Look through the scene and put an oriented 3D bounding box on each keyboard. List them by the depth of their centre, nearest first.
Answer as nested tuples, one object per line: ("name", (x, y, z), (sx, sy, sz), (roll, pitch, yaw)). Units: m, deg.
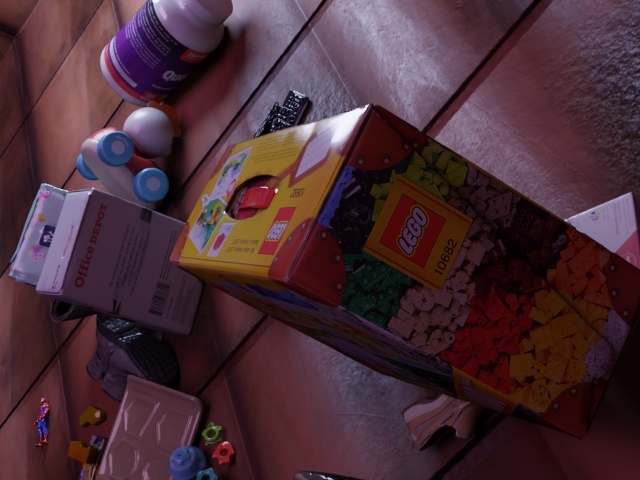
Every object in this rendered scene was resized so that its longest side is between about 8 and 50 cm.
("keyboard", (-0.095, -0.204, 1.961), (0.100, 0.038, 0.192), (33, 97, 54))

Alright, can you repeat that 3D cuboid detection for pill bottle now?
("pill bottle", (-0.343, -0.455, 2.293), (0.323, 0.181, 0.182), (-36, 46, 36))

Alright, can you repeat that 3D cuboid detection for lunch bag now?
("lunch bag", (-0.521, 0.018, 2.193), (0.160, 0.262, 0.223), (5, 74, 53))

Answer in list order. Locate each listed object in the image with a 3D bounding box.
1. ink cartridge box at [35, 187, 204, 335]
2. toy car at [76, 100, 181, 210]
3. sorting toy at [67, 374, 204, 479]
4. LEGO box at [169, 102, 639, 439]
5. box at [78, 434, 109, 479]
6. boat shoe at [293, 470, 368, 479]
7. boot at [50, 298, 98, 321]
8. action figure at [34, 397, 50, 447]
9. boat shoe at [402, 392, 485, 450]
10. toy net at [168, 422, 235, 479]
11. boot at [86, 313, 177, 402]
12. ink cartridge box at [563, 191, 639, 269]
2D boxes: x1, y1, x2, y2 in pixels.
("ink cartridge box", (-0.371, 0.044, 1.962), (0.121, 0.289, 0.211), (-1, 70, 52))
("toy car", (-0.383, -0.200, 2.247), (0.238, 0.210, 0.219), (-49, 15, -23))
("sorting toy", (-0.351, 0.376, 1.924), (0.307, 0.041, 0.229), (10, 83, 40))
("LEGO box", (0.072, 0.034, 1.211), (0.193, 0.372, 0.500), (-64, 18, -9))
("box", (-0.441, 0.475, 2.011), (0.054, 0.059, 0.169), (3, 74, 51))
("boat shoe", (0.065, 0.392, 1.358), (0.324, 0.122, 0.120), (8, 80, 54))
("boot", (-0.427, 0.090, 2.074), (0.076, 0.208, 0.190), (48, 115, 34))
("action figure", (-0.637, 0.413, 2.327), (0.038, 0.030, 0.115), (-40, 41, 39))
("boat shoe", (0.189, 0.227, 1.347), (0.190, 0.068, 0.072), (-41, 55, 45))
("toy net", (-0.181, 0.423, 1.724), (0.122, 0.045, 0.232), (-28, 46, -5))
("boot", (-0.378, 0.262, 2.041), (0.246, 0.083, 0.161), (36, 125, 36))
("ink cartridge box", (0.325, 0.034, 1.262), (0.198, 0.067, 0.115), (-28, 51, 42))
